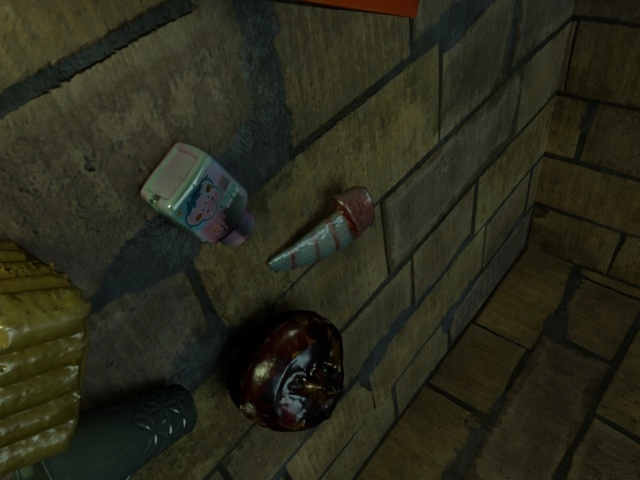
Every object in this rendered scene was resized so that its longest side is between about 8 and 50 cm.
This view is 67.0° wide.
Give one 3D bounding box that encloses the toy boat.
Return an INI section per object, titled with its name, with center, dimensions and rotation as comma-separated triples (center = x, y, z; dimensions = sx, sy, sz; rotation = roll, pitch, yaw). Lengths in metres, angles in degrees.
[toy boat]
center = 0.000, 0.000, 1.143
dimensions = 0.282, 0.096, 0.206
rotation = -38, 155, -19

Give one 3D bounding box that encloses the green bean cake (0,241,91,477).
[green bean cake]
center = -0.379, 0.128, 0.576
dimensions = 0.131, 0.224, 0.229
rotation = -3, 112, -53

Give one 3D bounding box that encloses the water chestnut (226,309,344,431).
[water chestnut]
center = -0.052, 0.303, 1.097
dimensions = 0.300, 0.300, 0.300
rotation = -32, 136, -38

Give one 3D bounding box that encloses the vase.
[vase]
center = -0.360, 0.358, 0.839
dimensions = 0.301, 0.156, 0.250
rotation = -11, 118, -57

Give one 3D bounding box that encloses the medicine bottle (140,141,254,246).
[medicine bottle]
center = -0.191, -0.062, 0.813
dimensions = 0.119, 0.094, 0.188
rotation = -58, 146, -11

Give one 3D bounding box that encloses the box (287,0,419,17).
[box]
center = -0.053, -0.454, 0.529
dimensions = 0.257, 0.319, 0.348
rotation = -20, 128, -44
